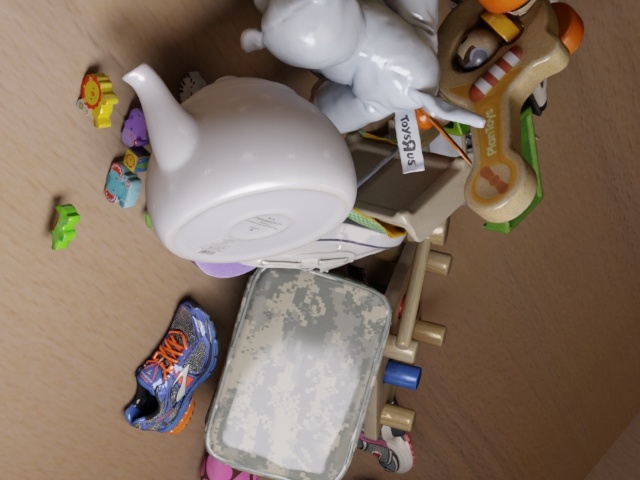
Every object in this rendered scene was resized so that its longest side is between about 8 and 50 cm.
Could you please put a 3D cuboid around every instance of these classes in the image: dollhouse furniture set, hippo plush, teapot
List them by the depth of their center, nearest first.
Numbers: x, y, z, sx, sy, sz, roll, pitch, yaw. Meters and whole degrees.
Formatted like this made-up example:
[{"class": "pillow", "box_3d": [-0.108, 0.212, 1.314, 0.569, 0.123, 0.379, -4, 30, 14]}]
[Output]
[{"class": "teapot", "box_3d": [-0.083, -0.098, 1.488, 0.253, 0.187, 0.256, -10, 159, -9]}, {"class": "hippo plush", "box_3d": [0.008, -0.230, 1.545, 0.237, 0.294, 0.234, 16, 143, -38]}, {"class": "dollhouse furniture set", "box_3d": [0.126, -0.061, 1.722, 0.301, 0.198, 0.151, -41, 134, -37]}]

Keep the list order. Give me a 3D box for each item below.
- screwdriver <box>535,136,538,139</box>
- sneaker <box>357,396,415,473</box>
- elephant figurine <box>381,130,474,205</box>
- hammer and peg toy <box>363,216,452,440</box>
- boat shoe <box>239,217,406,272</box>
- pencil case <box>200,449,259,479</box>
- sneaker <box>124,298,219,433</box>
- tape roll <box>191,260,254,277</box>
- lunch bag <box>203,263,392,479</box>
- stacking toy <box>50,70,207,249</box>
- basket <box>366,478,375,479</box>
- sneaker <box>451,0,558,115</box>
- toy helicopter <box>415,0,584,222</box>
[{"class": "screwdriver", "box_3d": [0.345, -0.185, 2.225, 0.024, 0.025, 0.170, -57, 149, 8]}, {"class": "sneaker", "box_3d": [0.098, 0.339, 2.375, 0.112, 0.120, 0.299, -19, 147, 1]}, {"class": "elephant figurine", "box_3d": [0.180, -0.135, 1.958, 0.239, 0.186, 0.169, -41, -177, 0]}, {"class": "hammer and peg toy", "box_3d": [0.112, 0.117, 2.043, 0.361, 0.127, 0.266, 88, 21, -49]}, {"class": "boat shoe", "box_3d": [0.000, 0.000, 1.705, 0.268, 0.096, 0.088, -2, 127, -48]}, {"class": "pencil case", "box_3d": [-0.122, 0.300, 2.038, 0.098, 0.095, 0.209, 4, 125, -19]}, {"class": "sneaker", "box_3d": [-0.205, 0.180, 1.811, 0.087, 0.083, 0.221, -3, 121, -43]}, {"class": "tape roll", "box_3d": [-0.112, -0.051, 1.680, 0.189, 0.080, 0.189, -30, 140, -29]}, {"class": "lunch bag", "box_3d": [-0.030, 0.172, 1.844, 0.256, 0.213, 0.305, -176, -79, -86]}, {"class": "stacking toy", "box_3d": [-0.222, -0.096, 1.529, 0.167, 0.052, 0.221, -11, 132, -46]}, {"class": "basket", "box_3d": [0.080, 0.591, 2.473, 0.254, 0.201, 0.289, -59, 180, 9]}, {"class": "sneaker", "box_3d": [0.305, -0.305, 1.947, 0.146, 0.122, 0.330, -47, 150, -5]}, {"class": "toy helicopter", "box_3d": [0.190, -0.164, 1.571, 0.235, 0.355, 0.140, -23, 136, 29]}]
